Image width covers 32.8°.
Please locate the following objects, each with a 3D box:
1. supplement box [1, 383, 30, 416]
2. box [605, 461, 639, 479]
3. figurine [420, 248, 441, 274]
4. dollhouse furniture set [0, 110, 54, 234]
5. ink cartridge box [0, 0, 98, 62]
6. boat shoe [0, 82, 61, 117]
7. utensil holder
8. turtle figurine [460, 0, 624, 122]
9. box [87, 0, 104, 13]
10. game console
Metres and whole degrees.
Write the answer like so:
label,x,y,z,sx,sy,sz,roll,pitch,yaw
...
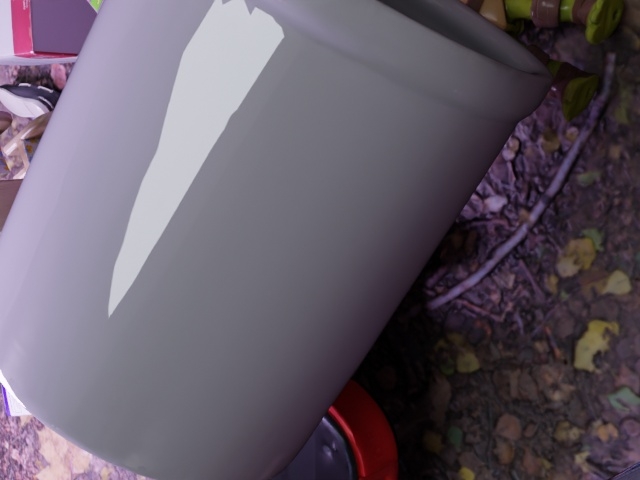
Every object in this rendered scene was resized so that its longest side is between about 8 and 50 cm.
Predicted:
label,x,y,z,sx,sy,sz,roll,pitch,yaw
supplement box,-0.300,0.153,1.376,0.220,0.111,0.114,-13,87,41
box,0.346,0.107,0.700,0.295,0.293,0.073,-41,70,36
figurine,0.000,0.000,1.128,0.209,0.092,0.215,-44,67,27
dollhouse furniture set,-0.256,-0.048,1.226,0.161,0.242,0.212,-30,77,38
ink cartridge box,-0.363,-0.287,1.361,0.176,0.128,0.127,3,97,40
boat shoe,-0.393,-0.192,1.460,0.125,0.038,0.046,16,148,44
utensil holder,-0.057,-0.047,0.859,0.327,0.328,0.385,41,113,29
turtle figurine,0.145,-0.185,0.971,0.217,0.087,0.269,28,104,27
box,-0.141,-0.293,1.116,0.243,0.213,0.117,49,123,24
game console,-0.059,0.257,1.162,0.342,0.060,0.386,29,131,39
